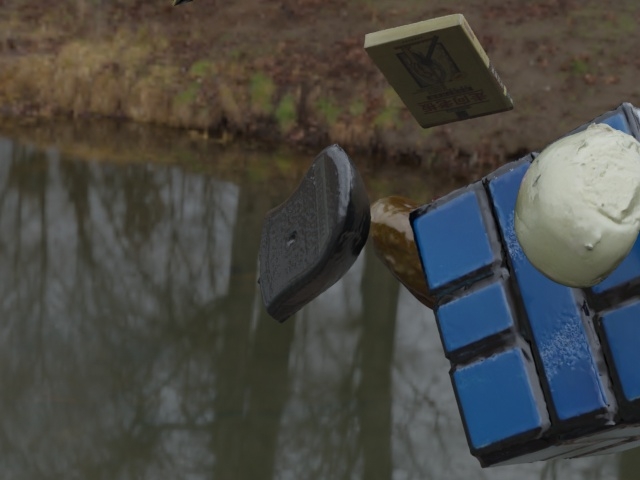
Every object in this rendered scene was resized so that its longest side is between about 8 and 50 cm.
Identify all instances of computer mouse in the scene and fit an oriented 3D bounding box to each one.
[{"bbox_3d":[0.000,0.000,1.198,0.088,0.147,0.264,13,-28,-25],"label":"computer mouse"}]

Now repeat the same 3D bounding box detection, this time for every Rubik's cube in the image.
[{"bbox_3d":[0.305,0.059,1.066,0.293,0.288,0.283,3,-25,-44],"label":"Rubik's cube"}]

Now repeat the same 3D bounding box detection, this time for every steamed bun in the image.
[{"bbox_3d":[0.203,-0.028,0.838,0.091,0.130,0.112,20,-26,0],"label":"steamed bun"}]

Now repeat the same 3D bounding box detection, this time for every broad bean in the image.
[{"bbox_3d":[0.162,0.015,1.334,0.228,0.122,0.156,37,34,4],"label":"broad bean"}]

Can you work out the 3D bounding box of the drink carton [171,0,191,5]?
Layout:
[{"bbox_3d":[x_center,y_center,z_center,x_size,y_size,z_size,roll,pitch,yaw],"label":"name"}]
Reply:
[{"bbox_3d":[-0.279,-0.533,2.116,0.056,0.071,0.166,-16,1,-16],"label":"drink carton"}]

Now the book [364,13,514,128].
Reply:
[{"bbox_3d":[0.184,-0.255,1.608,0.161,0.026,0.231,-8,-31,28],"label":"book"}]
